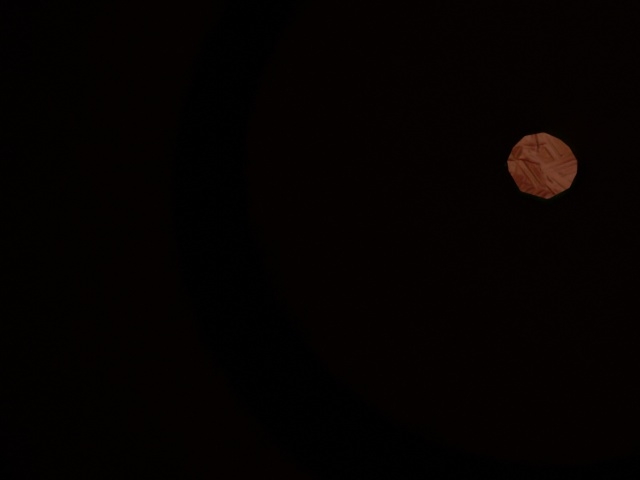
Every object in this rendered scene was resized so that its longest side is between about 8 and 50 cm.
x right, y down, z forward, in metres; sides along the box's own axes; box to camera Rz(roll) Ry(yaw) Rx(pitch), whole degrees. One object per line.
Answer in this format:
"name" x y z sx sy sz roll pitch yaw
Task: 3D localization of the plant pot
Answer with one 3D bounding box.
"plant pot" 0.037 -0.047 0.171 0.353 0.367 0.366 81 1 -76
